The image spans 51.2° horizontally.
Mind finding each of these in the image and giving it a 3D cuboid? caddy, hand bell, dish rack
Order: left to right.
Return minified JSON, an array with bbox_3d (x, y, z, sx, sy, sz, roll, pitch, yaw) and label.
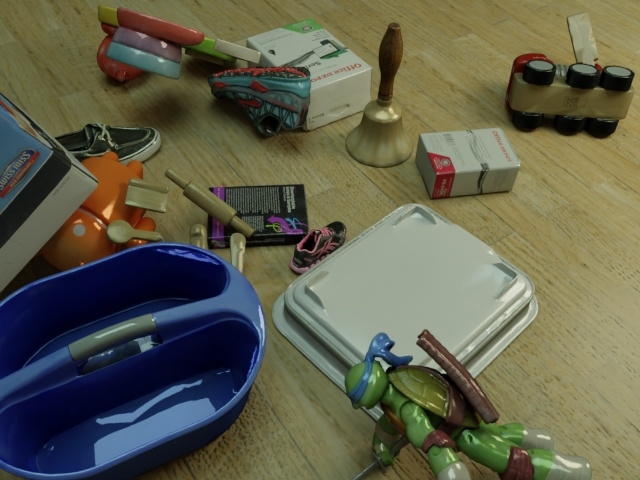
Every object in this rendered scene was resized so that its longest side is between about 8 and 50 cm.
[{"bbox_3d":[-0.231,0.141,0.780,0.341,0.179,0.241,-21,64,-19],"label":"caddy"},{"bbox_3d":[0.112,-0.257,1.146,0.126,0.242,0.126,1,48,-1],"label":"hand bell"},{"bbox_3d":[0.128,0.077,0.957,0.332,0.072,0.285,-34,56,-30],"label":"dish rack"}]

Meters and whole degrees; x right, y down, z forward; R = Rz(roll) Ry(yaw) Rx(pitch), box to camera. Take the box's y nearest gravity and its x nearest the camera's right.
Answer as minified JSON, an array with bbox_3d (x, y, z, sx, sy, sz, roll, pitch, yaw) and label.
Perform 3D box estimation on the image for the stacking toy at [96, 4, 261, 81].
[{"bbox_3d":[-0.284,-0.340,1.275,0.279,0.131,0.309,11,13,-27],"label":"stacking toy"}]

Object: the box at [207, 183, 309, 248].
[{"bbox_3d":[-0.101,-0.041,1.084,0.162,0.029,0.116,-3,48,-3],"label":"box"}]

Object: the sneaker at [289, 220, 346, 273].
[{"bbox_3d":[0.000,0.000,1.031,0.047,0.057,0.119,30,52,26],"label":"sneaker"}]

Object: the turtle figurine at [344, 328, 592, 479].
[{"bbox_3d":[0.131,0.258,0.733,0.266,0.198,0.275,17,58,-7],"label":"turtle figurine"}]

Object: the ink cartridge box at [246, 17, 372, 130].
[{"bbox_3d":[-0.022,-0.329,1.309,0.160,0.093,0.219,-26,53,-23],"label":"ink cartridge box"}]

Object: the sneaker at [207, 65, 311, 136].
[{"bbox_3d":[-0.120,-0.252,1.227,0.104,0.125,0.261,-18,22,-36],"label":"sneaker"}]

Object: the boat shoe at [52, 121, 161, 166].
[{"bbox_3d":[-0.385,-0.163,1.158,0.219,0.070,0.078,-21,51,-20],"label":"boat shoe"}]

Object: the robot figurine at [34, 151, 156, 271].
[{"bbox_3d":[-0.340,-0.038,1.005,0.128,0.158,0.219,-21,33,37],"label":"robot figurine"}]

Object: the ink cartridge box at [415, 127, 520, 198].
[{"bbox_3d":[0.253,-0.136,1.160,0.150,0.063,0.109,-5,47,-8],"label":"ink cartridge box"}]

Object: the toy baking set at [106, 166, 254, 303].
[{"bbox_3d":[-0.193,0.009,0.983,0.256,0.030,0.197,34,58,-6],"label":"toy baking set"}]

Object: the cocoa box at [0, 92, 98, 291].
[{"bbox_3d":[-0.520,-0.050,0.853,0.231,0.228,0.347,39,85,29],"label":"cocoa box"}]

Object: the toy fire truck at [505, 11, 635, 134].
[{"bbox_3d":[0.478,-0.338,1.314,0.216,0.159,0.246,5,36,3],"label":"toy fire truck"}]
